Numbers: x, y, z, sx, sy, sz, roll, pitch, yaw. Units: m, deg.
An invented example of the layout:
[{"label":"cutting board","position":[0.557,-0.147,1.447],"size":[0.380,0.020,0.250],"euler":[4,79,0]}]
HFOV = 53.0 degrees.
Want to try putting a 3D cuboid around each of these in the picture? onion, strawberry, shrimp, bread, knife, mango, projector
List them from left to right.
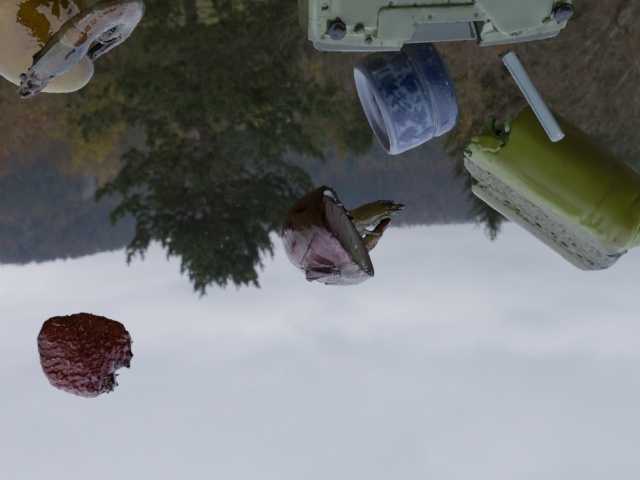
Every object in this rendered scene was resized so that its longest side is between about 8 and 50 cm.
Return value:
[{"label":"mango","position":[-0.501,-0.383,1.104],"size":[0.211,0.317,0.173],"euler":[-17,-126,-7]},{"label":"strawberry","position":[-0.374,0.177,1.008],"size":[0.148,0.131,0.131],"euler":[24,177,-24]},{"label":"shrimp","position":[-0.367,-0.294,0.990],"size":[0.251,0.052,0.143],"euler":[-26,-177,19]},{"label":"onion","position":[0.000,0.000,0.923],"size":[0.098,0.151,0.206],"euler":[-24,144,12]},{"label":"shrimp","position":[0.105,-0.034,1.383],"size":[0.190,0.101,0.042],"euler":[-31,-169,-20]},{"label":"projector","position":[0.116,-0.277,0.592],"size":[0.270,0.193,0.088],"euler":[-7,-148,-12]},{"label":"knife","position":[0.306,-0.210,0.926],"size":[0.023,0.162,0.044],"euler":[-28,-156,28]},{"label":"bread","position":[0.483,-0.111,1.286],"size":[0.376,0.208,0.251],"euler":[42,172,13]}]

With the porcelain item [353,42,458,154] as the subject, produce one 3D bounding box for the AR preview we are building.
[{"label":"porcelain item","position":[0.124,-0.208,0.915],"size":[0.114,0.147,0.147],"euler":[-24,-170,0]}]
